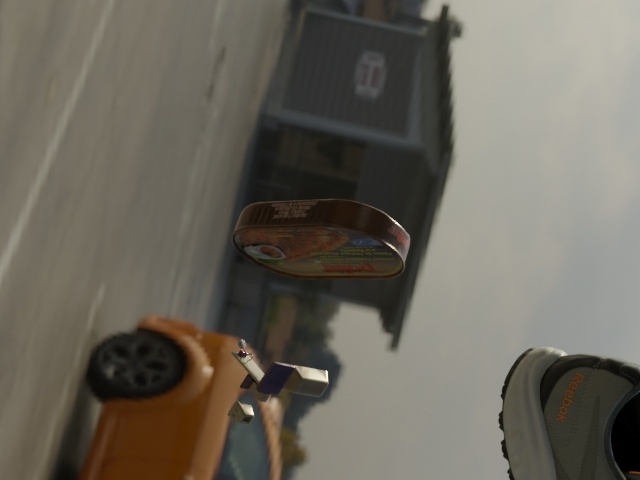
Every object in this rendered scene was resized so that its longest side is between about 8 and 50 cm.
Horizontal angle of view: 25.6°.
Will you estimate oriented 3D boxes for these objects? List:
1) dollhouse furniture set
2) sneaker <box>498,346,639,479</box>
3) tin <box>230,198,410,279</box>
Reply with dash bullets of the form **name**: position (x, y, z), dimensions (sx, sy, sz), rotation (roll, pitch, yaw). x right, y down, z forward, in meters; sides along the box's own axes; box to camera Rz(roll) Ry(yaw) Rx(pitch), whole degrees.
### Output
- **dollhouse furniture set**: position (-0.059, 0.166, 1.674), dimensions (0.081, 0.114, 0.091), rotation (45, -70, 40)
- **sneaker**: position (0.205, 0.205, 0.976), dimensions (0.100, 0.108, 0.271), rotation (-27, 106, -46)
- **tin**: position (0.000, 0.000, 1.358), dimensions (0.106, 0.190, 0.040), rotation (46, 54, -41)
